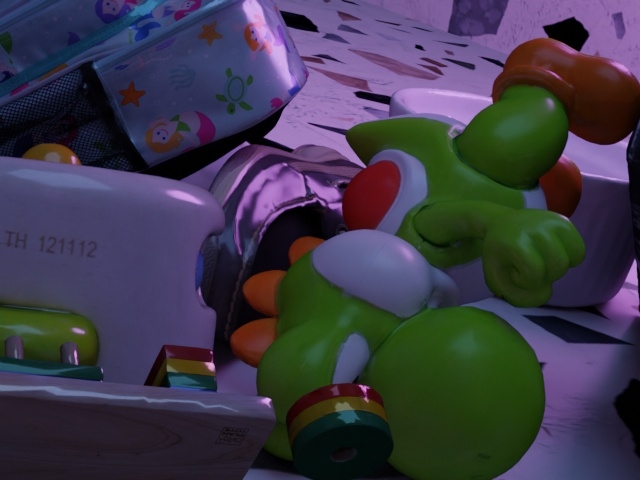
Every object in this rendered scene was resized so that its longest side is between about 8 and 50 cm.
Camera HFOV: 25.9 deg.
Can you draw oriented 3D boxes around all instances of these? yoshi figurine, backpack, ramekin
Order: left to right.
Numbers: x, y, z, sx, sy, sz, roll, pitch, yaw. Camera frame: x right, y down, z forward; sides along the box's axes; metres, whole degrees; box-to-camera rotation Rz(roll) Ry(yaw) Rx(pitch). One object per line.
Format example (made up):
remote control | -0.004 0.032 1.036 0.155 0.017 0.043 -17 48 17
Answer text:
backpack | -0.142 -0.120 1.032 0.254 0.191 0.225 -20 13 6
yoshi figurine | 0.104 0.031 0.904 0.203 0.203 0.362 -4 32 42
ramekin | 0.185 -0.042 1.338 0.277 0.135 0.277 14 17 -4

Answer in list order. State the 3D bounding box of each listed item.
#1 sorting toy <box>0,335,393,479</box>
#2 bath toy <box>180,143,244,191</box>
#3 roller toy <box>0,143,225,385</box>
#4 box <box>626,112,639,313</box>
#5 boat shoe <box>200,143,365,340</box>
sorting toy | -0.114 0.094 0.618 0.275 0.132 0.046 8 45 -23
bath toy | -0.129 -0.153 1.438 0.152 0.129 0.348 13 17 -7
roller toy | -0.151 0.021 0.734 0.209 0.146 0.191 5 -2 41
box | 0.506 -0.039 1.041 0.480 0.297 0.472 21 -8 19
boat shoe | 0.000 0.000 1.044 0.130 0.132 0.355 19 18 13
